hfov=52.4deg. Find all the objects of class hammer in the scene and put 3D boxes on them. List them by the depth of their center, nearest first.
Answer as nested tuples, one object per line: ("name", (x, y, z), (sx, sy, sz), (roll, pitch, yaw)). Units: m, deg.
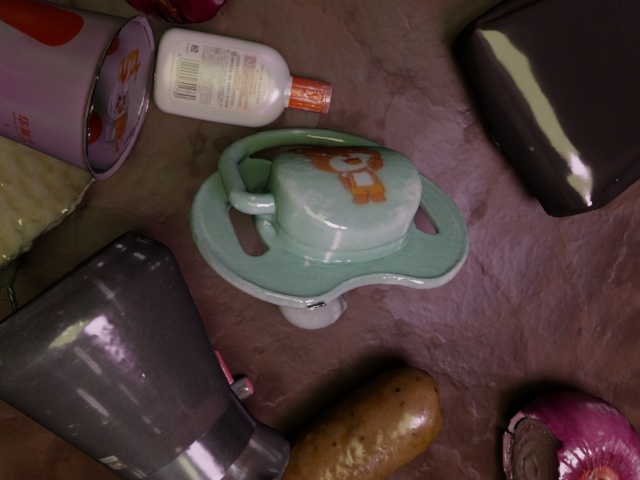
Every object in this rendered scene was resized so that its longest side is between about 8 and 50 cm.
("hammer", (-0.132, 0.191, 0.921), (0.053, 0.031, 0.083), (-28, 92, 0))

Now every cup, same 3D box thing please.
("cup", (-0.360, -0.204, 0.750), (0.289, 0.203, 0.202), (16, 100, -1))

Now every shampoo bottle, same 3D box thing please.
("shampoo bottle", (-0.096, -0.200, 0.830), (0.221, 0.051, 0.107), (9, 100, -7))

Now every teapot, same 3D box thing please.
("teapot", (-0.229, 0.191, 0.808), (0.300, 0.253, 0.343), (-23, 105, 46))

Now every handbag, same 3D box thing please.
("handbag", (0.339, -0.202, 0.835), (0.257, 0.113, 0.285), (-32, 95, -4))

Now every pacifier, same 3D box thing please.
("pacifier", (0.000, 0.000, 0.817), (0.344, 0.288, 0.269), (-3, 137, -24))

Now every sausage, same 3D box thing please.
("sausage", (-0.027, 0.357, 0.910), (0.501, 0.123, 0.136), (-44, 67, 6))

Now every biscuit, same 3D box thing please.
("biscuit", (-0.406, -0.054, 0.786), (0.187, 0.036, 0.273), (38, 64, -3))

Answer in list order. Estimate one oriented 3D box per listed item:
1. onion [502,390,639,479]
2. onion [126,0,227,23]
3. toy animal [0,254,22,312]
("onion", (0.366, 0.318, 0.919), (0.201, 0.200, 0.207), (-13, 70, -2))
("onion", (-0.192, -0.330, 0.727), (0.136, 0.198, 0.173), (-6, 102, 20))
("toy animal", (-0.408, 0.043, 0.838), (0.070, 0.079, 0.252), (-9, 101, 11))
